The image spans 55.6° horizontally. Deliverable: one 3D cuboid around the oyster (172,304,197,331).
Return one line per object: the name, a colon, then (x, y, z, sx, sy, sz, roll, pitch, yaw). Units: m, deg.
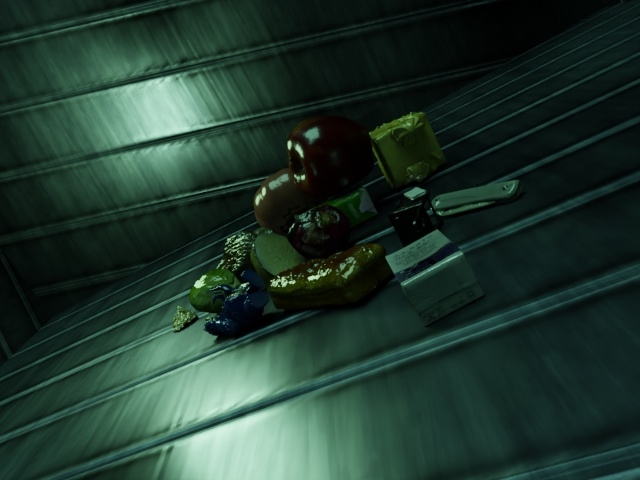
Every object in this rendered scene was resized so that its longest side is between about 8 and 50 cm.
oyster: (-0.469, 0.268, 2.098, 0.121, 0.045, 0.146, -9, 22, 22)

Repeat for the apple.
apple: (0.029, -0.295, 2.140, 0.317, 0.288, 0.288, -25, 9, -33)

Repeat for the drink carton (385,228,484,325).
drink carton: (0.224, 0.067, 1.232, 0.134, 0.102, 0.222, -31, 13, 5)

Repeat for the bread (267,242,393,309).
bread: (0.015, 0.090, 1.569, 0.185, 0.109, 0.380, -40, 15, -35)

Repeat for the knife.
knife: (0.403, -0.107, 1.598, 0.265, 0.040, 0.073, -11, 38, 47)

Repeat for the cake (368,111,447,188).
cake: (0.313, -0.334, 2.220, 0.222, 0.227, 0.286, -28, 14, 5)

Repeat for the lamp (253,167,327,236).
lamp: (-0.105, -0.133, 2.338, 0.305, 0.305, 0.240, -30, 58, -2)

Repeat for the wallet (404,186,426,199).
wallet: (0.251, -0.126, 1.613, 0.044, 0.011, 0.083, -28, 14, -1)

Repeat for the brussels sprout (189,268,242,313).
brussels sprout: (-0.333, 0.163, 1.959, 0.180, 0.144, 0.161, 0, 4, 20)

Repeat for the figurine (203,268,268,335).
figurine: (-0.237, 0.197, 1.718, 0.262, 0.120, 0.164, -28, 47, 43)

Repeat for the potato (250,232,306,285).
potato: (-0.148, 0.081, 1.907, 0.117, 0.182, 0.202, -56, 39, 32)

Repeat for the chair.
chair: (0.236, -0.032, 1.549, 0.113, 0.106, 0.229, -21, 15, 29)

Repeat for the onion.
onion: (0.000, 0.000, 1.902, 0.195, 0.140, 0.218, -37, -22, -31)

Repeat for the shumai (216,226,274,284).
shumai: (-0.226, 0.065, 2.081, 0.184, 0.185, 0.218, 49, 121, 42)

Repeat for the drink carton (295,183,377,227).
drink carton: (0.054, -0.088, 2.127, 0.271, 0.108, 0.161, -29, 13, 4)

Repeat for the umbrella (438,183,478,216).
umbrella: (0.388, -0.108, 1.701, 0.149, 0.022, 0.022, -40, 51, -5)
